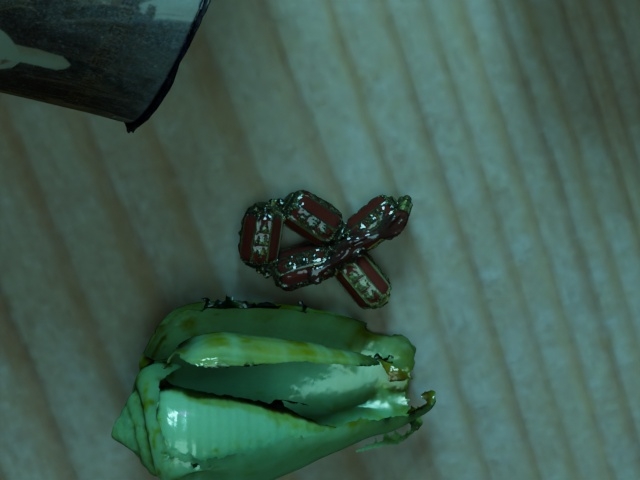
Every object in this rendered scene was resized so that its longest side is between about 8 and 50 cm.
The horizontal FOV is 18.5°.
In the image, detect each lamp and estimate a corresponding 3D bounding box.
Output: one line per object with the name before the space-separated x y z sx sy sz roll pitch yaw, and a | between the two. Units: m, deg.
lamp | 0.000 0.000 0.996 0.083 0.031 0.063 12 104 -4

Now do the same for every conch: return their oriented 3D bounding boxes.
conch | -0.024 0.071 0.996 0.170 0.079 0.105 -11 114 -18

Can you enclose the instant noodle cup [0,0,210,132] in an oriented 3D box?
instant noodle cup | -0.150 -0.160 0.849 0.207 0.217 0.217 18 104 -17
